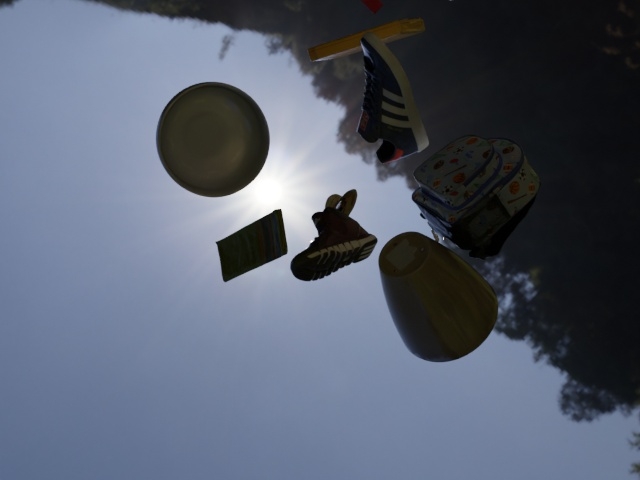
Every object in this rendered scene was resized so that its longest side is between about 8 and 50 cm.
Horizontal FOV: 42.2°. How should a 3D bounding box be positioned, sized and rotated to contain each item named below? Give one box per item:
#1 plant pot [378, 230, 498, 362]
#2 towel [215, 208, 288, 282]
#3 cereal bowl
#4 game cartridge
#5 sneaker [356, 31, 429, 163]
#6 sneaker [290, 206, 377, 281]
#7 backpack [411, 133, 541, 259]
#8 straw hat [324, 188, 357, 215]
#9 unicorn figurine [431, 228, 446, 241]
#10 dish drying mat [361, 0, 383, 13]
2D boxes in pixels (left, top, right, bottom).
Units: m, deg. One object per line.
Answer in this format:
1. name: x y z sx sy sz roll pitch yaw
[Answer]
1. plant pot: 0.247 0.108 1.936 0.274 0.256 0.256 50 -164 -43
2. towel: -0.153 0.014 1.804 0.021 0.237 0.102 4 -110 -40
3. cereal bowl: -0.328 -0.304 2.462 0.339 0.339 0.141 20 -174 -25
4. game cartridge: 0.139 -0.596 2.446 0.323 0.285 0.053 -36 -68 -67
5. sneaker: 0.140 -0.322 1.969 0.350 0.148 0.131 61 180 -38
6. sneaker: 0.000 0.000 2.096 0.281 0.106 0.162 -15 -124 -43
7. backpack: 0.367 -0.130 1.952 0.213 0.263 0.276 60 171 -34
8. straw hat: 0.050 -0.112 2.598 0.061 0.145 0.144 32 -152 23
9. unicorn figurine: 0.339 -0.053 2.264 0.162 0.060 0.111 7 -109 -48
10. dish drying mat: 0.105 -0.560 1.903 0.083 0.032 0.008 45 -150 -4
